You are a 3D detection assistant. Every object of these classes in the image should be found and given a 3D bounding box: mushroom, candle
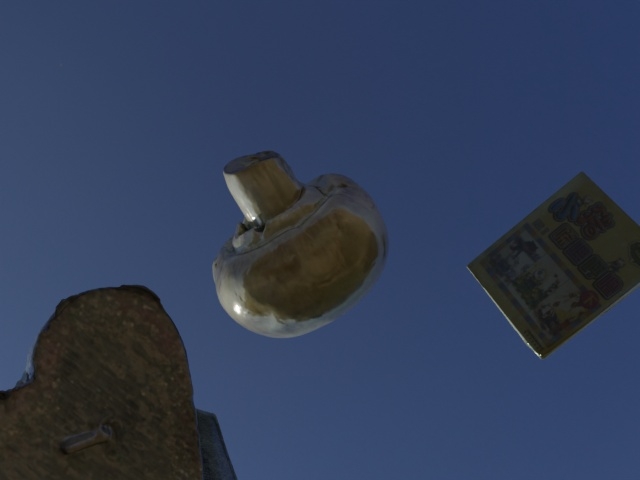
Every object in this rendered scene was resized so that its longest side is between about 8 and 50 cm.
[{"bbox_3d":[-0.047,-0.005,1.027,0.260,0.254,0.234,-27,-74,31],"label":"mushroom"},{"bbox_3d":[-0.154,0.137,0.555,0.168,0.068,0.192,43,-116,-14],"label":"candle"}]

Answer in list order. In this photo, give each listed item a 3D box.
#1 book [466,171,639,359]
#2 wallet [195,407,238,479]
[{"bbox_3d":[0.297,0.028,0.978,0.192,0.168,0.013,-41,-40,11],"label":"book"},{"bbox_3d":[-0.162,0.227,0.836,0.167,0.222,0.036,25,-77,-26],"label":"wallet"}]
